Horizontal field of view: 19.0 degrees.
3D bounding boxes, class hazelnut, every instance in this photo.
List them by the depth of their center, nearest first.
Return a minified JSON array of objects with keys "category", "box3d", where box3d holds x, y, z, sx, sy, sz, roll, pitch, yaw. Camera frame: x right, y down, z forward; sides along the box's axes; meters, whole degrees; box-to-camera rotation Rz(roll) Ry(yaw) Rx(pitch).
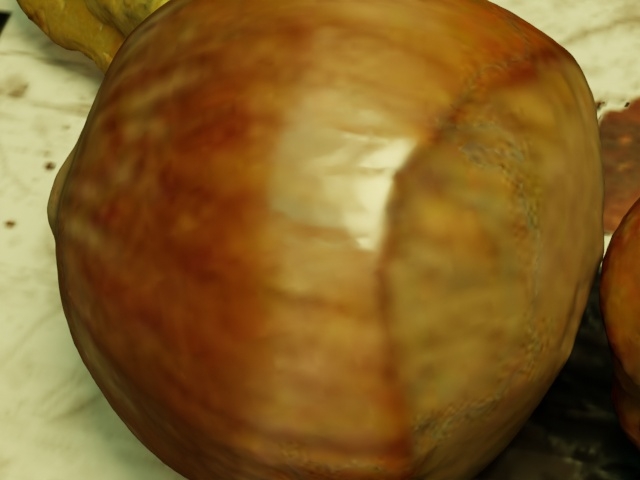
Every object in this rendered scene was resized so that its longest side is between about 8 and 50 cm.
[{"category":"hazelnut","box3d":[0.000,0.000,0.711,0.214,0.176,0.214,-2,77,8]}]

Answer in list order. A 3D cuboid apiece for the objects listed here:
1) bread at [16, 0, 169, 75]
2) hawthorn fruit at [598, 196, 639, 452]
[{"category":"bread","box3d":[-0.048,-0.109,0.863,0.114,0.083,0.211,-40,56,-21]},{"category":"hawthorn fruit","box3d":[0.200,0.017,0.673,0.203,0.162,0.162,-34,54,-19]}]
